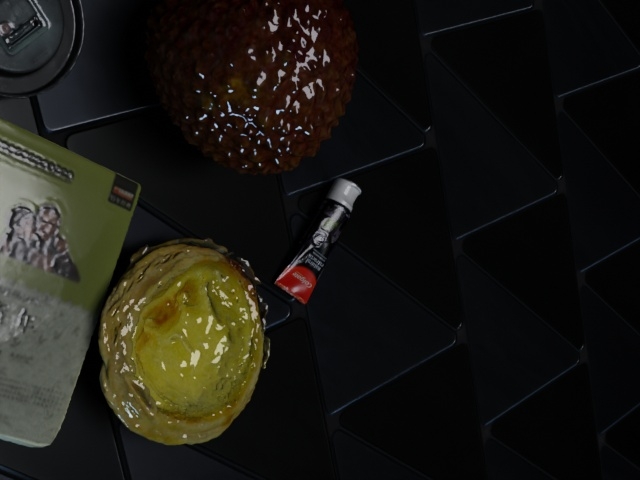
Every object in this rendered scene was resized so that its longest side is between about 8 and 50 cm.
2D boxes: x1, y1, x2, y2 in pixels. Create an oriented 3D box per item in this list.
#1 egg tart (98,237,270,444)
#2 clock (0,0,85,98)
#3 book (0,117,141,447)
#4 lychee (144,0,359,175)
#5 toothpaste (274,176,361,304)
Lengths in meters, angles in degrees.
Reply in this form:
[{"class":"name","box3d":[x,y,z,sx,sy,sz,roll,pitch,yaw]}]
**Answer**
[{"class":"egg tart","box3d":[-0.186,0.131,1.376,0.279,0.095,0.279,2,87,-46]},{"class":"clock","box3d":[-0.362,-0.255,1.212,0.184,0.040,0.184,-5,97,-43]},{"class":"book","box3d":[-0.364,0.053,1.238,0.239,0.035,0.352,26,76,-39]},{"class":"lychee","box3d":[-0.086,-0.229,1.318,0.276,0.276,0.304,-24,122,-40]},{"class":"toothpaste","box3d":[0.000,0.000,1.573,0.071,0.045,0.193,40,73,-37]}]
